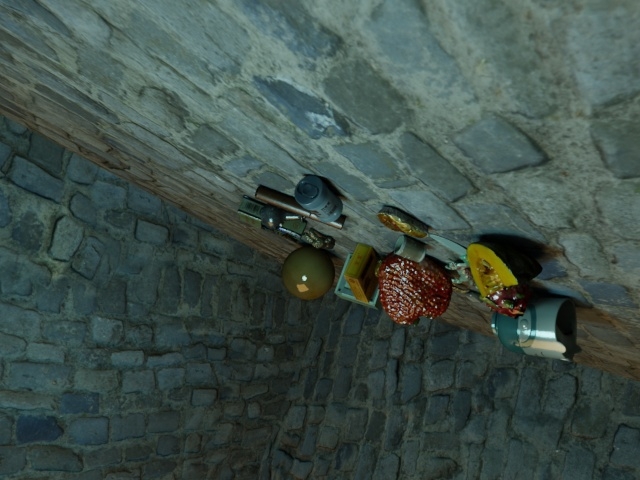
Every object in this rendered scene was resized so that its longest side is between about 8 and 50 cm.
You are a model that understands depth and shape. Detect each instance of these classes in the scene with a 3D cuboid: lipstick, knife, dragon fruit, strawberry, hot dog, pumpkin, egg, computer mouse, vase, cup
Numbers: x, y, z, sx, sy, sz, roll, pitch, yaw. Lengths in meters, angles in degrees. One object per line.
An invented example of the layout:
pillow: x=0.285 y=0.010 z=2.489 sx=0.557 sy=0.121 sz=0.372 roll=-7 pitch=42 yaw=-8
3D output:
lipstick: x=-0.078 y=-0.125 z=1.734 sx=0.356 sy=0.057 sz=0.057 roll=21 pitch=169 yaw=5
knife: x=0.478 y=0.041 z=1.553 sx=0.260 sy=0.035 sz=0.063 roll=30 pitch=163 yaw=-23
dragon fruit: x=0.647 y=0.188 z=1.627 sx=0.171 sy=0.160 sz=0.166 roll=17 pitch=-168 yaw=20
strawberry: x=0.382 y=0.173 z=1.901 sx=0.311 sy=0.267 sz=0.351 roll=-17 pitch=121 yaw=19
hot dog: x=0.259 y=-0.052 z=1.446 sx=0.192 sy=0.053 sz=0.099 roll=24 pitch=165 yaw=-28
pumpkin: x=0.539 y=0.058 z=1.362 sx=0.169 sy=0.148 sz=0.312 roll=61 pitch=172 yaw=13
egg: x=-0.066 y=0.186 z=2.581 sx=0.300 sy=0.301 sz=0.374 roll=20 pitch=169 yaw=10
computer mouse: x=0.721 y=0.260 z=2.134 sx=0.096 sy=0.039 sz=0.066 roll=34 pitch=165 yaw=-23
vase: x=-0.150 y=-0.103 z=1.881 sx=0.182 sy=0.120 sz=0.120 roll=1 pitch=165 yaw=11
cup: x=0.823 y=0.325 z=1.711 sx=0.289 sy=0.220 sz=0.257 roll=16 pitch=167 yaw=-42
cup: x=0.327 y=0.034 z=1.683 sx=0.099 sy=0.074 sz=0.102 roll=23 pitch=169 yaw=-9

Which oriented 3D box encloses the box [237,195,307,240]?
box: x=-0.223 y=-0.092 z=2.102 sx=0.310 sy=0.084 sz=0.198 roll=22 pitch=169 yaw=-3

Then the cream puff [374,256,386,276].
cream puff: x=0.314 y=0.127 z=2.094 sx=0.126 sy=0.103 sz=0.144 roll=7 pitch=169 yaw=3

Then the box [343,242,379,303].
box: x=0.201 y=0.157 z=2.127 sx=0.076 sy=0.174 sz=0.274 roll=15 pitch=155 yaw=26

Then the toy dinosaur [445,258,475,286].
toy dinosaur: x=0.560 y=0.129 z=1.744 sx=0.242 sy=0.053 sz=0.167 roll=38 pitch=156 yaw=-29

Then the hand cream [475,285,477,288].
hand cream: x=0.829 y=0.284 z=1.900 sx=0.358 sy=0.118 sz=0.185 roll=35 pitch=168 yaw=-11

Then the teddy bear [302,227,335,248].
teddy bear: x=-0.003 y=0.007 z=2.173 sx=0.160 sy=0.078 sz=0.119 roll=22 pitch=150 yaw=-22

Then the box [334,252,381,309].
box: x=0.222 y=0.207 z=2.336 sx=0.224 sy=0.225 sz=0.117 roll=15 pitch=167 yaw=25

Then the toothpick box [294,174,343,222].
toothpick box: x=-0.003 y=-0.128 z=1.448 sx=0.101 sy=0.101 sz=0.153 roll=14 pitch=167 yaw=33

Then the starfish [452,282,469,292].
starfish: x=0.525 y=0.200 z=2.162 sx=0.299 sy=0.060 sz=0.302 roll=15 pitch=164 yaw=-1
